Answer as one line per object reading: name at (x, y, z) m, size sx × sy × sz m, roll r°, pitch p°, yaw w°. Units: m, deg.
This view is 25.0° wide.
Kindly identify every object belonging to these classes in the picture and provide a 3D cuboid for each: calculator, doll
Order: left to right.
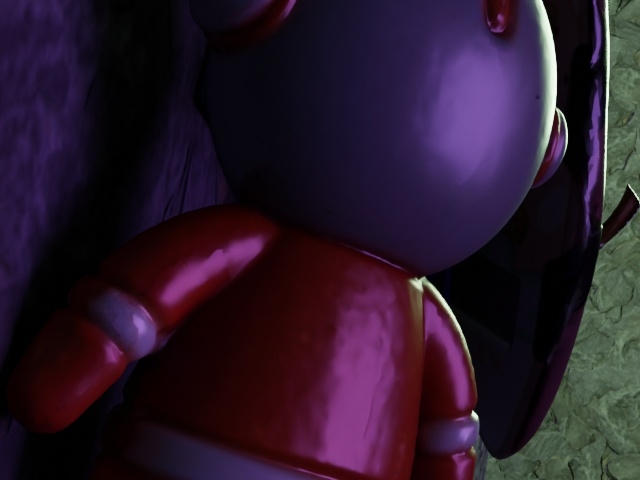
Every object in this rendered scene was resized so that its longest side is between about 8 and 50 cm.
doll at (0.000, 0.000, 0.515) m, size 0.200 × 0.105 × 0.336 m, roll 21°, pitch 86°, yaw -36°
calculator at (0.080, -0.058, 0.803) m, size 0.220 × 0.048 × 0.329 m, roll 37°, pitch -48°, yaw 50°

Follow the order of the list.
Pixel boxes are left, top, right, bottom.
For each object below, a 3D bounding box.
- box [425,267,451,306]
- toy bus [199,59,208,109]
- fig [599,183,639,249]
box at (-0.002, 0.169, 0.710) m, size 0.279 × 0.116 × 0.261 m, roll 80°, pitch 16°, yaw -59°
toy bus at (0.010, -0.063, 0.684) m, size 0.184 × 0.090 × 0.106 m, roll 58°, pitch 43°, yaw -70°
fig at (0.125, 0.011, 1.041) m, size 0.146 × 0.201 × 0.133 m, roll 91°, pitch 3°, yaw -61°
